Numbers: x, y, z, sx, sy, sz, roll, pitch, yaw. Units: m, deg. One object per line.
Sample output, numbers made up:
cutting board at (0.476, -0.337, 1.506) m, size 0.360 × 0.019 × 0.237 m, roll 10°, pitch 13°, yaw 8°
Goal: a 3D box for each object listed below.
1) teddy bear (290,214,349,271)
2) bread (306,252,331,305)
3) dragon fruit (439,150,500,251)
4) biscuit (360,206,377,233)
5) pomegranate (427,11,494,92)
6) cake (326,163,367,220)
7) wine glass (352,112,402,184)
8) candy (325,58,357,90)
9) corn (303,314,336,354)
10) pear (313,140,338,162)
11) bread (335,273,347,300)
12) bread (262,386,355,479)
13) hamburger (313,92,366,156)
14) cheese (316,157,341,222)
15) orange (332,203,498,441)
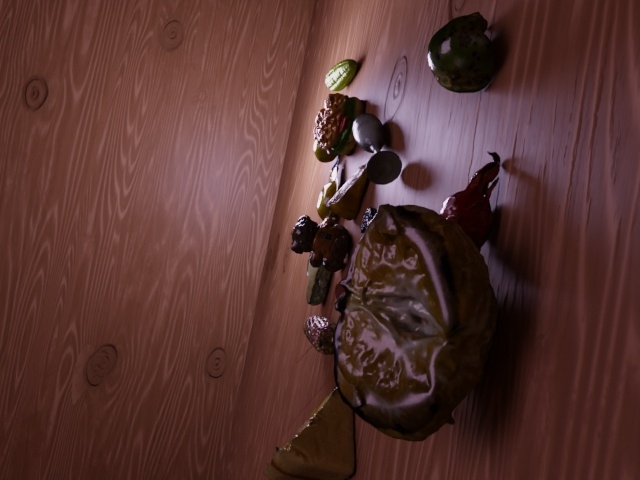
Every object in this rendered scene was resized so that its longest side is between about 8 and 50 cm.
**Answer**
teddy bear at (0.000, 0.000, 1.706) m, size 0.140 × 0.189 × 0.177 m, roll 130°, pitch 155°, yaw -76°
bread at (-0.003, 0.116, 1.886) m, size 0.173 × 0.064 × 0.232 m, roll 119°, pitch 157°, yaw -51°
dragon fruit at (0.259, -0.066, 0.917) m, size 0.094 × 0.094 × 0.191 m, roll -177°, pitch 103°, yaw -76°
biscuit at (0.139, -0.052, 1.518) m, size 0.087 × 0.026 × 0.089 m, roll -112°, pitch 37°, yaw -68°
pomegranate at (0.272, -0.375, 1.039) m, size 0.143 × 0.122 × 0.169 m, roll 63°, pitch -154°, yaw -62°
cake at (0.116, -0.141, 1.676) m, size 0.185 × 0.116 × 0.080 m, roll -46°, pitch 21°, yaw 0°
wine glass at (0.175, -0.340, 1.460) m, size 0.310 × 0.096 × 0.265 m, roll -98°, pitch 22°, yaw -57°
candy at (0.090, -0.668, 2.108) m, size 0.209 × 0.096 × 0.097 m, roll 164°, pitch 117°, yaw -69°
corn at (0.001, 0.291, 1.663) m, size 0.290 × 0.098 × 0.098 m, roll 175°, pitch 106°, yaw -80°
pear at (0.026, -0.367, 2.083) m, size 0.131 × 0.107 × 0.107 m, roll 100°, pitch 174°, yaw -57°
bread at (0.089, 0.139, 1.477) m, size 0.192 × 0.067 × 0.119 m, roll 122°, pitch 156°, yaw -56°
bread at (-0.032, 0.521, 1.428) m, size 0.264 × 0.198 × 0.236 m, roll 120°, pitch 165°, yaw -48°
hamburger at (0.057, -0.419, 1.910) m, size 0.237 × 0.148 × 0.237 m, roll -170°, pitch 90°, yaw -76°
cheese at (0.038, -0.179, 1.955) m, size 0.177 × 0.069 × 0.271 m, roll 127°, pitch 154°, yaw -60°
orange at (0.166, 0.136, 0.859) m, size 0.270 × 0.210 × 0.369 m, roll 24°, pitch 102°, yaw 59°
